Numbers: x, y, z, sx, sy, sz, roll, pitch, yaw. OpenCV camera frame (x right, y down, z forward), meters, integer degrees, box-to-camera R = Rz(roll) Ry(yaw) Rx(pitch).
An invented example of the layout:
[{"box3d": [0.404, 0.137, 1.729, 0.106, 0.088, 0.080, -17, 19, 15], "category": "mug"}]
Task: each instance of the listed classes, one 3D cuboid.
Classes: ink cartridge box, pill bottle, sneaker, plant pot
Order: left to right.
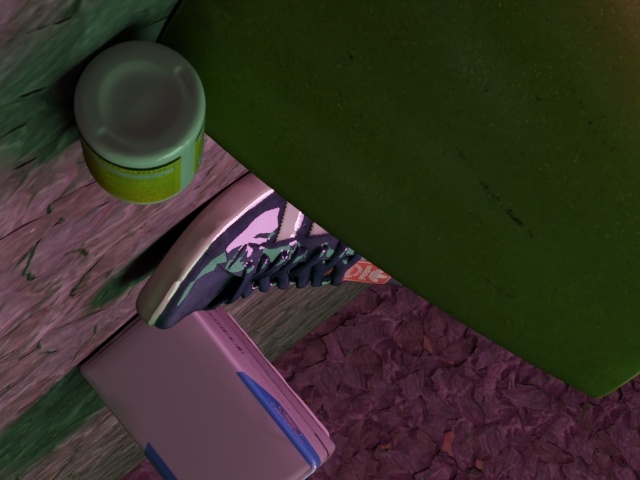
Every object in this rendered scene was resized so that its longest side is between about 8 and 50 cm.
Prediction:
[{"box3d": [-0.092, -0.055, 0.768, 0.065, 0.065, 0.116, -39, 173, -13], "category": "pill bottle"}, {"box3d": [-0.107, 0.180, 1.552, 0.129, 0.223, 0.307, -40, 174, 0], "category": "ink cartridge box"}, {"box3d": [0.000, 0.000, 1.300, 0.350, 0.148, 0.131, -36, 172, -32], "category": "sneaker"}, {"box3d": [0.104, -0.065, 0.821, 0.275, 0.293, 0.275, -40, 173, -5], "category": "plant pot"}]
